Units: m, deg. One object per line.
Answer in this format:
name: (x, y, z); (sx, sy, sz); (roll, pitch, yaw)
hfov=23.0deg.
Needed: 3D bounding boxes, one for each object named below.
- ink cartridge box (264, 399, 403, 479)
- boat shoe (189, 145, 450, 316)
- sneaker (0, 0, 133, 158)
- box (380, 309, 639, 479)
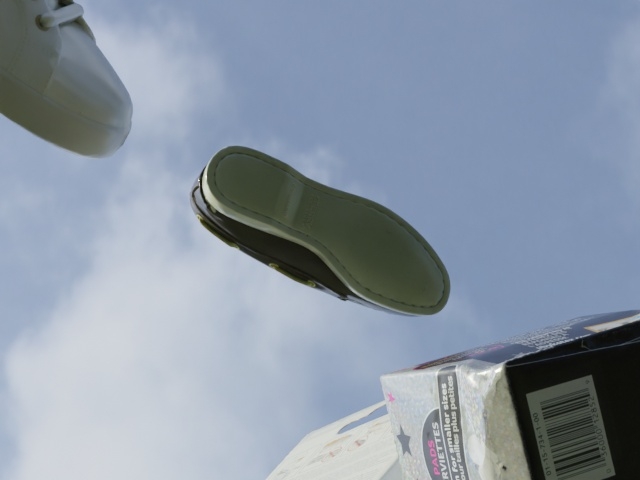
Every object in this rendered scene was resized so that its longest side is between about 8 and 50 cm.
ink cartridge box: (0.008, 0.183, 1.066); (0.189, 0.232, 0.066); (-28, -86, 39)
boat shoe: (0.000, 0.000, 1.294); (0.227, 0.081, 0.068); (30, -29, -10)
sneaker: (-0.186, -0.178, 0.862); (0.123, 0.106, 0.290); (-39, -83, 17)
box: (0.154, 0.176, 0.915); (0.163, 0.142, 0.247); (-13, -91, -29)
